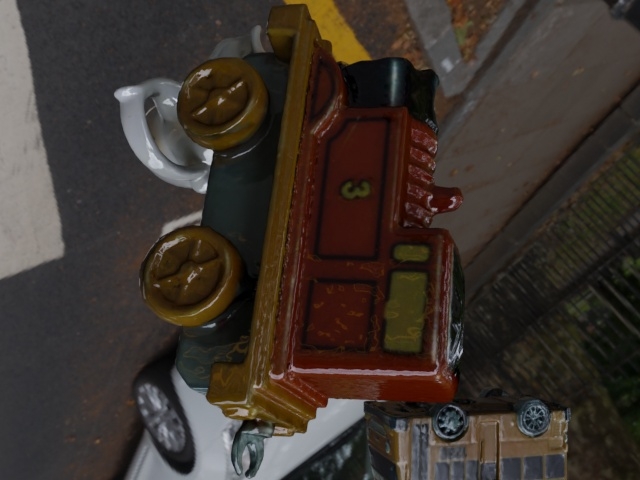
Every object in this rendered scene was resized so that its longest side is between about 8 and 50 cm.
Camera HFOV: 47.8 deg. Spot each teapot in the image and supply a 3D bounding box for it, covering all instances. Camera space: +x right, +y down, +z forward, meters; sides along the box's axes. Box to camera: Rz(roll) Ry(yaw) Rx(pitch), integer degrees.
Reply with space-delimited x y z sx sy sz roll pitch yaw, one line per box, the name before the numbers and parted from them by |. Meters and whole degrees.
teapot | -0.107 -0.138 0.773 0.204 0.139 0.298 -15 -158 21

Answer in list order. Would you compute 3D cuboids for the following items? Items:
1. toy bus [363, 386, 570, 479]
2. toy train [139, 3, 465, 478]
toy bus | 0.150 0.217 0.760 0.200 0.114 0.098 1 178 -15
toy train | 0.000 0.000 0.575 0.231 0.369 0.163 2 159 13
